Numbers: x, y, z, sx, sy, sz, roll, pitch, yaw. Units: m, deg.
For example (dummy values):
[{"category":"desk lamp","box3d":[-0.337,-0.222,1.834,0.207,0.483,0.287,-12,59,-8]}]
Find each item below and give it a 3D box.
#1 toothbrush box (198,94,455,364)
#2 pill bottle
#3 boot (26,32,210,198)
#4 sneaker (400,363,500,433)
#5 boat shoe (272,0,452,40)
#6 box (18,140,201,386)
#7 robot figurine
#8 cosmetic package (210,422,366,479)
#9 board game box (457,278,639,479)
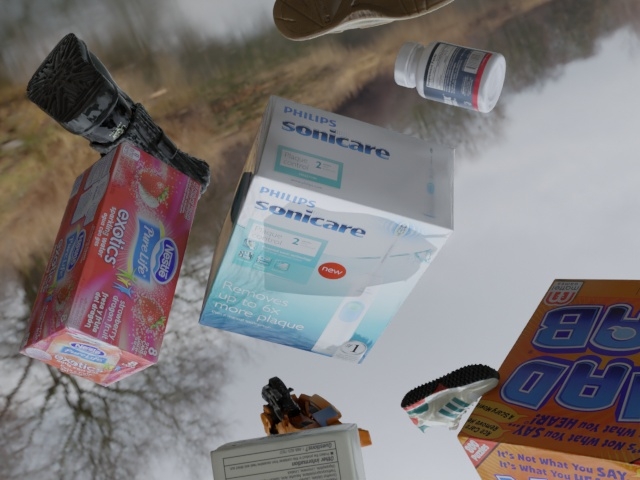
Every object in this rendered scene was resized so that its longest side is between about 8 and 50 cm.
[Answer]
[{"category":"toothbrush box","box3d":[0.000,0.000,1.047,0.295,0.216,0.126,118,-16,-49]},{"category":"pill bottle","box3d":[0.231,-0.301,1.639,0.180,0.108,0.108,18,-154,24]},{"category":"boot","box3d":[-0.343,-0.192,1.533,0.131,0.260,0.348,-46,-141,4]},{"category":"sneaker","box3d":[0.207,0.245,1.385,0.161,0.075,0.057,-25,-164,20]},{"category":"boat shoe","box3d":[0.089,-0.428,1.552,0.341,0.122,0.110,-9,-167,16]},{"category":"box","box3d":[-0.249,0.029,1.098,0.128,0.122,0.257,-27,-136,44]},{"category":"robot figurine","box3d":[-0.006,0.306,1.312,0.085,0.211,0.291,-17,-169,-19]},{"category":"cosmetic package","box3d":[-0.014,0.368,1.000,0.160,0.310,0.113,-9,172,6]},{"category":"board game box","box3d":[0.494,0.305,1.360,0.356,0.356,0.356,-2,-143,46]}]
